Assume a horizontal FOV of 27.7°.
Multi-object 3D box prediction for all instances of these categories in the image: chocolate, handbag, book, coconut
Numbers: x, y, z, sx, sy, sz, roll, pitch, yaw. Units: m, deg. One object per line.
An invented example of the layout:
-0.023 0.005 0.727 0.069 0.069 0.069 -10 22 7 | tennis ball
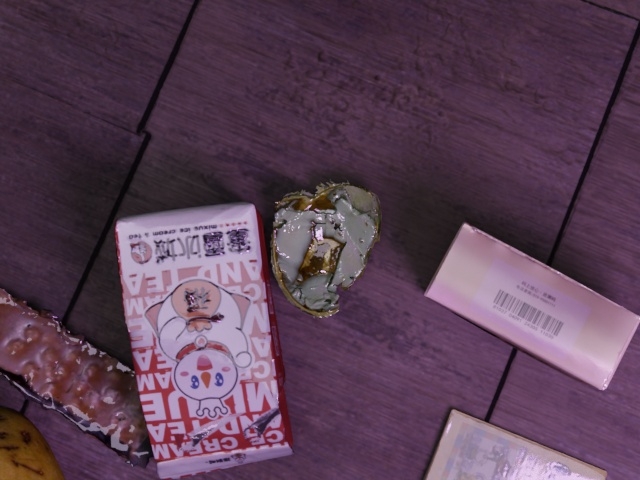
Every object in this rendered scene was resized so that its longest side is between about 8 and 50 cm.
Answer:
-0.316 0.146 1.518 0.329 0.065 0.102 32 70 6 | chocolate
-0.130 0.112 1.458 0.171 0.151 0.298 -7 88 0 | handbag
0.208 0.305 1.480 0.192 0.013 0.168 21 88 6 | book
0.003 0.000 1.497 0.133 0.055 0.158 40 89 7 | coconut

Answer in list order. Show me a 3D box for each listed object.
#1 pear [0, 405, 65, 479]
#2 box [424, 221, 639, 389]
-0.413 0.313 1.411 0.304 0.304 0.304 0 86 5 | pear
0.227 0.072 1.415 0.212 0.168 0.095 28 88 7 | box
